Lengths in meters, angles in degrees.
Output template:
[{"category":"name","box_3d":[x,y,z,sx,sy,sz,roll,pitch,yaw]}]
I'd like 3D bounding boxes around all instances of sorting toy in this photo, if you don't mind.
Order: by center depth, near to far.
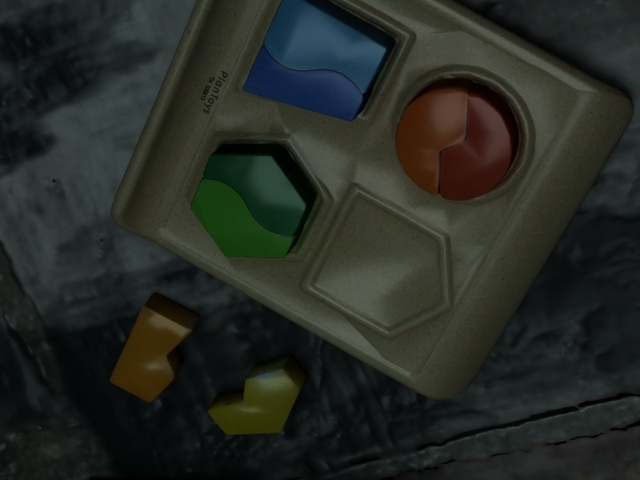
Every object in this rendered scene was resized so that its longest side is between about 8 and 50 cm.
[{"category":"sorting toy","box_3d":[0.000,0.000,0.806,0.229,0.041,0.307,27,118,1]}]

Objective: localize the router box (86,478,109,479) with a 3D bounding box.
[{"category":"router box","box_3d":[-0.024,0.302,0.933,0.242,0.081,0.309,-2,114,16]}]
